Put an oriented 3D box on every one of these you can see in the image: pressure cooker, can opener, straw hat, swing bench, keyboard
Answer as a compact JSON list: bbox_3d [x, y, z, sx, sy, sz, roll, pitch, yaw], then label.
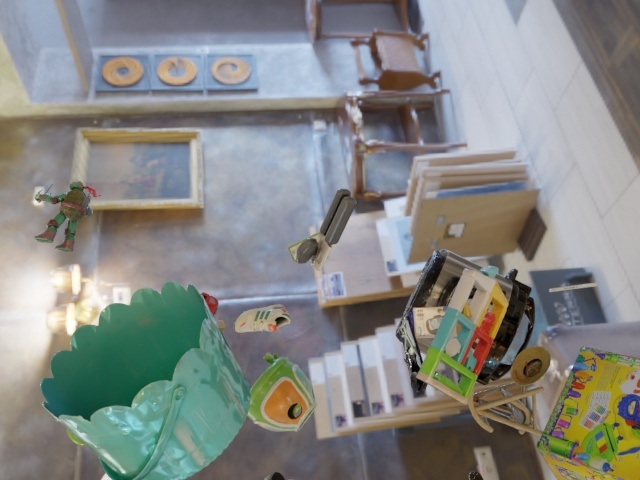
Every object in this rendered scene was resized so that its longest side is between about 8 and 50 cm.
[{"bbox_3d":[0.510,0.260,2.054,0.375,0.420,0.370,-55,-11,-50],"label":"pressure cooker"},{"bbox_3d":[0.017,-0.023,1.727,0.074,0.093,0.280,58,132,37],"label":"can opener"},{"bbox_3d":[0.673,0.408,1.889,0.061,0.144,0.144,42,-168,-23],"label":"straw hat"},{"bbox_3d":[0.636,0.576,2.121,0.253,0.254,0.165,21,-112,-79],"label":"swing bench"},{"bbox_3d":[0.238,0.286,1.486,0.100,0.038,0.192,104,162,-46],"label":"keyboard"}]

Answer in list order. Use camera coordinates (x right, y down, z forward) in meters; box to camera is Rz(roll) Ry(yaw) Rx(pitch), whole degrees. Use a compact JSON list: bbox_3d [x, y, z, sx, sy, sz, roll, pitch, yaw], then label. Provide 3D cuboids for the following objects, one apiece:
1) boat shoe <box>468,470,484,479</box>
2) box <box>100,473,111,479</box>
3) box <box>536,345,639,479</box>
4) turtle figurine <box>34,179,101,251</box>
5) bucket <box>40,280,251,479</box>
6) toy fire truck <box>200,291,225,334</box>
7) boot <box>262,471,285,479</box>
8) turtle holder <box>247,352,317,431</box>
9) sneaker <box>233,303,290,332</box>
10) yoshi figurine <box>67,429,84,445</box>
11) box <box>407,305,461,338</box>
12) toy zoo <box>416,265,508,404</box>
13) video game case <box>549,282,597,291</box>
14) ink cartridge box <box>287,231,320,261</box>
[{"bbox_3d":[0.507,0.798,1.893,0.152,0.056,0.049,-95,-6,-64],"label":"boat shoe"},{"bbox_3d":[-0.605,0.825,1.717,0.345,0.168,0.215,-53,18,1],"label":"box"},{"bbox_3d":[0.700,0.432,1.366,0.279,0.290,0.177,8,143,48],"label":"box"},{"bbox_3d":[-0.740,-0.093,1.756,0.118,0.175,0.234,-11,61,45],"label":"turtle figurine"},{"bbox_3d":[-0.251,0.216,0.905,0.281,0.281,0.183,-108,-6,-62],"label":"bucket"},{"bbox_3d":[-0.313,0.233,1.653,0.192,0.135,0.047,-58,-12,-51],"label":"toy fire truck"},{"bbox_3d":[-0.248,0.930,1.994,0.280,0.096,0.264,-45,16,22],"label":"boot"},{"bbox_3d":[-0.139,0.543,2.041,0.243,0.227,0.320,-47,-15,-35],"label":"turtle holder"},{"bbox_3d":[-0.159,0.228,1.681,0.075,0.161,0.057,41,138,51],"label":"sneaker"},{"bbox_3d":[-0.644,0.610,1.896,0.203,0.362,0.203,-56,16,-2],"label":"yoshi figurine"},{"bbox_3d":[0.296,0.214,1.570,0.028,0.136,0.081,65,-158,-76],"label":"box"},{"bbox_3d":[0.318,0.188,1.283,0.030,0.192,0.293,17,75,44],"label":"toy zoo"},{"bbox_3d":[0.727,0.135,1.730,0.087,0.122,0.011,5,-105,-62],"label":"video game case"},{"bbox_3d":[0.000,0.000,2.079,0.062,0.209,0.109,64,-163,1],"label":"ink cartridge box"}]
